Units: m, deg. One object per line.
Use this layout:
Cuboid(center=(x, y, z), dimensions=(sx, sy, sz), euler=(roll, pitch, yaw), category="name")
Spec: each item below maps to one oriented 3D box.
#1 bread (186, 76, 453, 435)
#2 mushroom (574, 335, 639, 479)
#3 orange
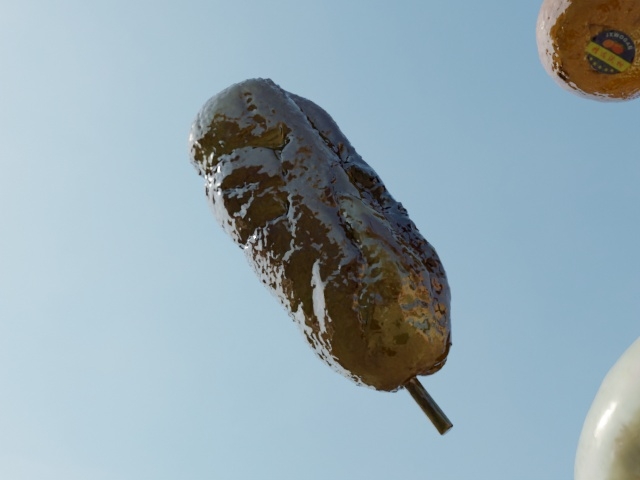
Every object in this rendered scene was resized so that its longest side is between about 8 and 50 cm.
Cuboid(center=(0.001, 0.001, 0.766), dimensions=(0.124, 0.344, 0.084), euler=(-41, -34, 10), category="bread")
Cuboid(center=(0.409, 0.217, 0.858), dimensions=(0.325, 0.353, 0.353), euler=(21, -49, -33), category="mushroom")
Cuboid(center=(0.260, -0.189, 0.915), dimensions=(0.136, 0.117, 0.135), euler=(11, -55, 17), category="orange")
